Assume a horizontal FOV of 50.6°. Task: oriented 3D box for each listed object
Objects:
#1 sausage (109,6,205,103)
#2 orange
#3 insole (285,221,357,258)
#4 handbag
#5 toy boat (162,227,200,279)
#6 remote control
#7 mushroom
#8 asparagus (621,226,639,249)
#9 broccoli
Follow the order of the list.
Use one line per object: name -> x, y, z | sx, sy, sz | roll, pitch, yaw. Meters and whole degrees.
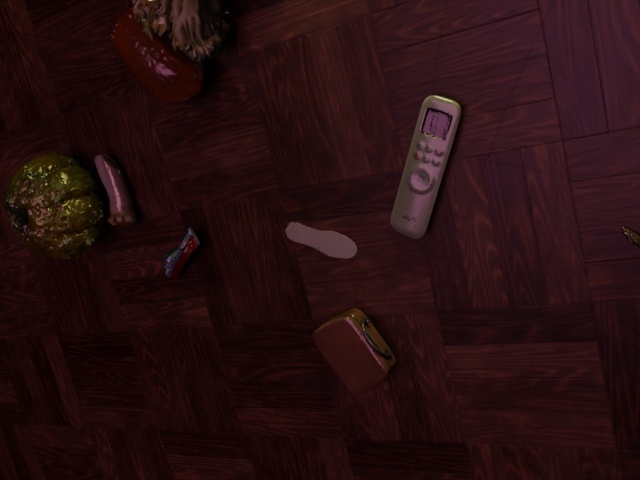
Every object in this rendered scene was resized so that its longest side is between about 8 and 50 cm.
sausage -> -0.381, -0.440, 1.612 | 0.268, 0.153, 0.141 | 50, 134, 6
orange -> -0.753, -0.086, 1.903 | 0.300, 0.223, 0.301 | -14, 100, 38
insole -> 0.000, 0.000, 1.634 | 0.197, 0.004, 0.065 | 16, 114, 24
handbag -> 0.088, 0.265, 1.635 | 0.151, 0.072, 0.193 | -35, 86, 33
toy boat -> -0.372, 0.034, 1.815 | 0.058, 0.069, 0.173 | 40, 126, 3
remote control -> 0.223, -0.153, 1.437 | 0.090, 0.038, 0.310 | 24, 116, 21
mushroom -> -0.567, -0.137, 1.869 | 0.084, 0.071, 0.209 | -10, 99, 39
asparagus -> 0.653, 0.059, 1.277 | 0.022, 0.023, 0.233 | -41, 83, -12
broccoli -> -0.306, -0.548, 1.465 | 0.288, 0.245, 0.248 | 35, 88, -5
